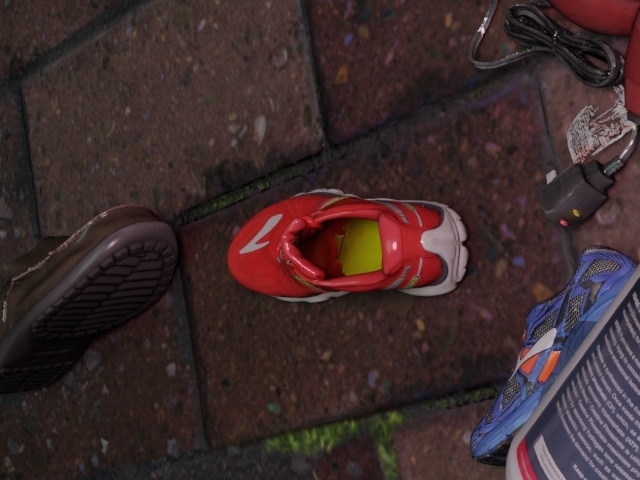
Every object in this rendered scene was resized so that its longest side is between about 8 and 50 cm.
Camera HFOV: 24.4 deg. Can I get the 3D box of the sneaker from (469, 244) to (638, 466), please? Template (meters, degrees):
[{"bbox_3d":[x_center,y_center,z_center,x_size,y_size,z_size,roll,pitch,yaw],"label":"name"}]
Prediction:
[{"bbox_3d":[0.189,0.095,1.156,0.221,0.083,0.087,-53,40,25],"label":"sneaker"}]

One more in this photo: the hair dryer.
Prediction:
[{"bbox_3d":[0.222,-0.167,1.112,0.293,0.080,0.223,-40,61,38],"label":"hair dryer"}]

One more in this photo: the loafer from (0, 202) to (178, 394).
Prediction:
[{"bbox_3d":[-0.291,0.047,1.614,0.366,0.134,0.130,-37,64,40],"label":"loafer"}]

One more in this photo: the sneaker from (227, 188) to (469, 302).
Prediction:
[{"bbox_3d":[0.000,0.000,1.316,0.279,0.118,0.107,-6,84,47],"label":"sneaker"}]

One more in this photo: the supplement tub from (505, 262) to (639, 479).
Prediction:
[{"bbox_3d":[0.264,0.105,0.980,0.191,0.191,0.272,51,125,34],"label":"supplement tub"}]
